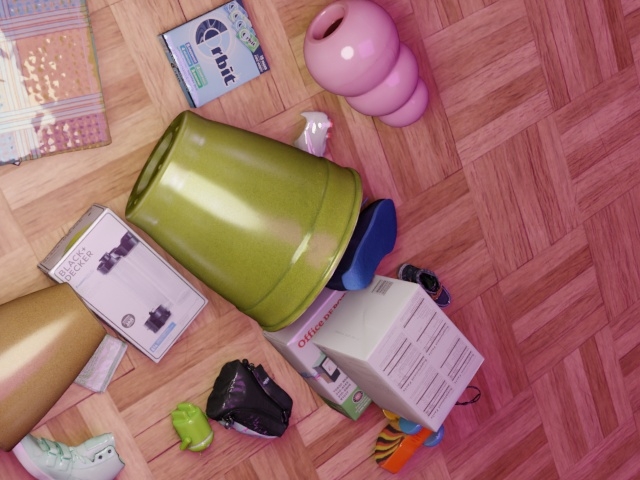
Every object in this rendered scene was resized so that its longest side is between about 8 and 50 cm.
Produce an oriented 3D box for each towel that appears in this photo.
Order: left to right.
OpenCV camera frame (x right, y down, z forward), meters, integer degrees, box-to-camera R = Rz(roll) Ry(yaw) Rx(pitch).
[{"bbox_3d":[-0.517,-0.322,1.453,0.271,0.040,0.370,-15,106,-26],"label":"towel"},{"bbox_3d":[-0.468,0.223,1.674,0.152,0.023,0.113,31,80,-29],"label":"towel"}]

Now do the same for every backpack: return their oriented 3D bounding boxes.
[{"bbox_3d":[-0.148,0.349,1.830,0.182,0.115,0.152,36,69,-32],"label":"backpack"}]

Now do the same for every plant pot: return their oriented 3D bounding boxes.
[{"bbox_3d":[-0.512,0.195,1.492,0.254,0.237,0.237,-39,116,-12],"label":"plant pot"},{"bbox_3d":[-0.167,-0.066,1.640,0.353,0.366,0.367,30,82,-20],"label":"plant pot"}]

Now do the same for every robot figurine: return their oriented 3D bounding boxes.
[{"bbox_3d":[-0.268,0.396,1.796,0.101,0.067,0.115,-52,124,-51],"label":"robot figurine"}]

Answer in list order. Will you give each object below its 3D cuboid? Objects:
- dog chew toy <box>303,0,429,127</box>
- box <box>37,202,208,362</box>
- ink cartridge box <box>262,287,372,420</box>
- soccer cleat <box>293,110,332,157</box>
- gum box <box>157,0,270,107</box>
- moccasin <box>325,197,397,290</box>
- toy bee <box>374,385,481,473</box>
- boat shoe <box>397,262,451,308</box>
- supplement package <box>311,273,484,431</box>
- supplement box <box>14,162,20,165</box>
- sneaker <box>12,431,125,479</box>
[{"bbox_3d":[0.115,-0.362,1.828,0.332,0.206,0.207,38,78,-38],"label":"dog chew toy"},{"bbox_3d":[-0.380,0.085,1.662,0.169,0.087,0.290,-50,119,-15],"label":"box"},{"bbox_3d":[0.037,0.235,1.925,0.201,0.117,0.278,-48,119,-16],"label":"ink cartridge box"},{"bbox_3d":[-0.025,-0.185,1.853,0.076,0.068,0.196,10,102,-2],"label":"soccer cleat"},{"bbox_3d":[-0.211,-0.376,1.712,0.184,0.041,0.157,-33,114,-22],"label":"gum box"},{"bbox_3d":[0.077,-0.005,1.861,0.342,0.116,0.138,-46,125,-59],"label":"moccasin"},{"bbox_3d":[0.247,0.426,2.088,0.298,0.162,0.195,-27,123,2],"label":"toy bee"},{"bbox_3d":[0.270,0.120,2.067,0.183,0.083,0.065,34,81,-31],"label":"boat shoe"},{"bbox_3d":[0.166,0.233,1.815,0.263,0.199,0.198,47,71,-29],"label":"supplement package"},{"bbox_3d":[-0.543,-0.267,1.509,0.130,0.073,0.239,28,84,-31],"label":"supplement box"},{"bbox_3d":[-0.487,0.397,1.646,0.151,0.094,0.256,-43,127,-12],"label":"sneaker"}]
